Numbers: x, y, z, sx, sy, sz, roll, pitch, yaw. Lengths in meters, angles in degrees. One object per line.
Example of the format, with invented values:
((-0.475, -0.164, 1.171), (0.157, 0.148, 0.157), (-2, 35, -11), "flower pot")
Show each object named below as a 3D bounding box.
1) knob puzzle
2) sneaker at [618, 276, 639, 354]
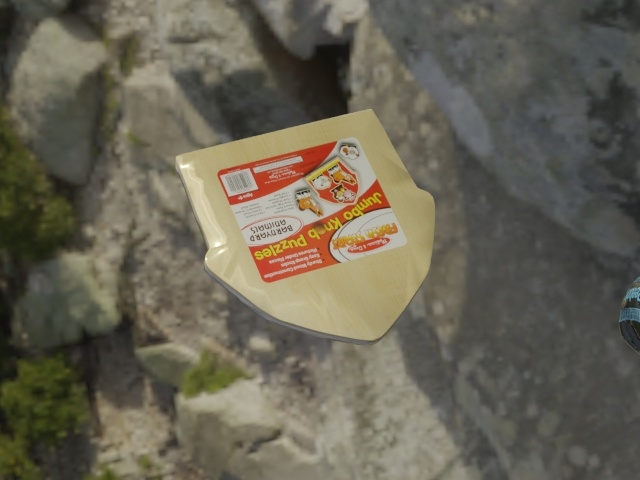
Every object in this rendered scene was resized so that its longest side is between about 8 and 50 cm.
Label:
((0.000, 0.000, 1.105), (0.030, 0.213, 0.213), (109, 140, -58), "knob puzzle")
((0.352, 0.110, 0.953), (0.125, 0.341, 0.140), (-56, 12, -8), "sneaker")
